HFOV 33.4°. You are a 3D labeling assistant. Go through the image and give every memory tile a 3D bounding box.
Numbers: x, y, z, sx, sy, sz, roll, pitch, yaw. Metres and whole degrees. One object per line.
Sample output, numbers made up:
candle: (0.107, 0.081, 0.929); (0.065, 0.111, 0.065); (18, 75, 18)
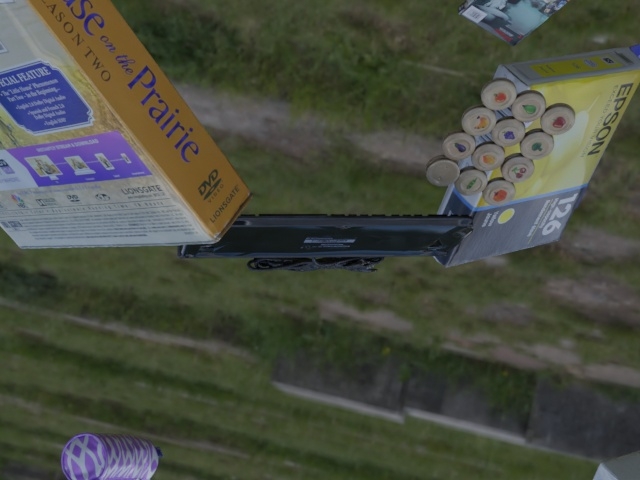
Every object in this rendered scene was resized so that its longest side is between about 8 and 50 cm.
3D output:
memory tile: (0.190, -0.101, 1.137); (0.113, 0.012, 0.148); (20, 128, -19)

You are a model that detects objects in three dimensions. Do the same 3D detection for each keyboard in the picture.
keyboard: (0.000, 0.000, 1.191); (0.317, 0.033, 0.201); (1, 162, -13)

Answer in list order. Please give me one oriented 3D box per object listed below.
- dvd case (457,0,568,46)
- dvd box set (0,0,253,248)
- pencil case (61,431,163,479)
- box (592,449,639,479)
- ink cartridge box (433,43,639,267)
dvd case: (0.217, -0.261, 1.129); (0.087, 0.013, 0.119); (21, 136, -31)
dvd box set: (-0.275, -0.162, 0.822); (0.308, 0.062, 0.420); (-3, 132, 46)
pencil case: (-0.332, 0.352, 1.699); (0.086, 0.088, 0.206); (-20, 162, 13)
box: (0.448, 0.440, 1.408); (0.215, 0.345, 0.168); (-9, -141, -28)
ink cartridge box: (0.315, -0.114, 1.439); (0.307, 0.303, 0.072); (-11, -134, -31)
